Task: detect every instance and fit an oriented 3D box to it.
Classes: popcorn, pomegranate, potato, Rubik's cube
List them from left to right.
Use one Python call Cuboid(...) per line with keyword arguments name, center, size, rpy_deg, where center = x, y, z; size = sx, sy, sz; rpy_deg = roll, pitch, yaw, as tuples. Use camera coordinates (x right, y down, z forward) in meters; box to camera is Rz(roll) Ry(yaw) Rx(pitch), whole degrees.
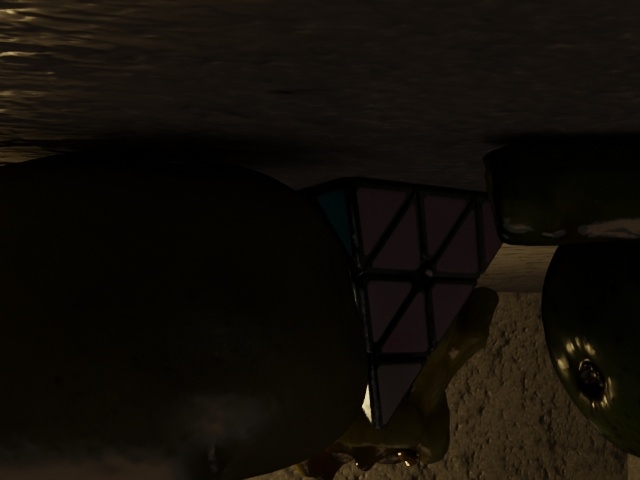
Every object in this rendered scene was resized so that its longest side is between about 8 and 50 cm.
Cuboid(name="potato", center=(-0.140, 0.059, 0.890), size=(0.326, 0.221, 0.243), rpy_deg=(-10, -173, -4))
Cuboid(name="popcorn", center=(0.020, 0.087, 1.320), size=(0.215, 0.252, 0.286), rpy_deg=(30, 153, -26))
Cuboid(name="Rubik's cube", center=(0.058, -0.018, 1.103), size=(0.190, 0.211, 0.178), rpy_deg=(-31, 156, -6))
Cuboid(name="pomegranate", center=(0.281, 0.045, 1.074), size=(0.248, 0.214, 0.214), rpy_deg=(-25, -171, -29))

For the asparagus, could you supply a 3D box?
Cuboid(name="asparagus", center=(0.228, -0.027, 0.824), size=(0.278, 0.060, 0.067), rpy_deg=(-1, 166, 7))
